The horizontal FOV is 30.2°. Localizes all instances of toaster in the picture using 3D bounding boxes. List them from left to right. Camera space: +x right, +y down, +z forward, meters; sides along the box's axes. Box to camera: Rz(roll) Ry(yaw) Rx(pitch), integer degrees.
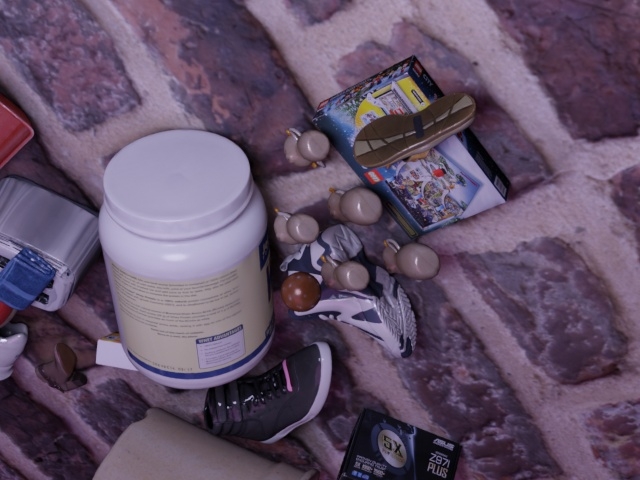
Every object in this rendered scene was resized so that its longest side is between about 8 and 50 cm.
[{"bbox_3d":[-0.435,0.011,1.838,0.227,0.146,0.129,26,136,-4],"label":"toaster"}]

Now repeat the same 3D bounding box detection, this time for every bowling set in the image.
[{"bbox_3d":[0.000,0.000,1.614,0.287,0.200,0.154,49,170,-10],"label":"bowling set"}]

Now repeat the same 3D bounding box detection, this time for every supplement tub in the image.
[{"bbox_3d":[-0.189,0.029,1.699,0.236,0.235,0.324,10,133,12],"label":"supplement tub"}]

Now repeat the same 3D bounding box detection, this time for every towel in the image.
[{"bbox_3d":[-0.444,0.062,1.762,0.067,0.029,0.119,36,133,-14],"label":"towel"}]

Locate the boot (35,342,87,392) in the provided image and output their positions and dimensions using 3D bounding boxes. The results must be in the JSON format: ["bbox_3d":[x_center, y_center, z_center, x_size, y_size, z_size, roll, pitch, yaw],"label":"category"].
[{"bbox_3d":[-0.475,0.229,2.129,0.087,0.042,0.118,-4,129,27],"label":"boot"}]

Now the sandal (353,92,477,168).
[{"bbox_3d":[0.122,-0.131,1.498,0.180,0.072,0.049,-20,143,27],"label":"sandal"}]

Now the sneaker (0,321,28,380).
[{"bbox_3d":[-0.638,0.119,2.064,0.297,0.111,0.129,35,116,-16],"label":"sneaker"}]

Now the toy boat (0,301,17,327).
[{"bbox_3d":[-0.601,0.063,1.921,0.231,0.150,0.151,9,172,12],"label":"toy boat"}]

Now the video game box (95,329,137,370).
[{"bbox_3d":[-0.223,0.174,1.889,0.205,0.187,0.048,8,96,13],"label":"video game box"}]

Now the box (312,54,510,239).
[{"bbox_3d":[0.122,-0.118,1.580,0.159,0.044,0.233,-22,120,35],"label":"box"}]

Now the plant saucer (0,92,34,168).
[{"bbox_3d":[-0.580,-0.194,1.774,0.258,0.047,0.259,41,131,-17],"label":"plant saucer"}]

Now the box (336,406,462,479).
[{"bbox_3d":[0.127,0.382,1.967,0.180,0.147,0.077,22,135,2],"label":"box"}]

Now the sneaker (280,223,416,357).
[{"bbox_3d":[0.030,0.095,1.778,0.153,0.094,0.235,-23,120,37],"label":"sneaker"}]

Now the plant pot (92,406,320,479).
[{"bbox_3d":[-0.216,0.452,2.017,0.306,0.334,0.333,31,136,12],"label":"plant pot"}]

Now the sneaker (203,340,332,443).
[{"bbox_3d":[-0.095,0.250,1.928,0.147,0.104,0.295,8,145,-27],"label":"sneaker"}]
